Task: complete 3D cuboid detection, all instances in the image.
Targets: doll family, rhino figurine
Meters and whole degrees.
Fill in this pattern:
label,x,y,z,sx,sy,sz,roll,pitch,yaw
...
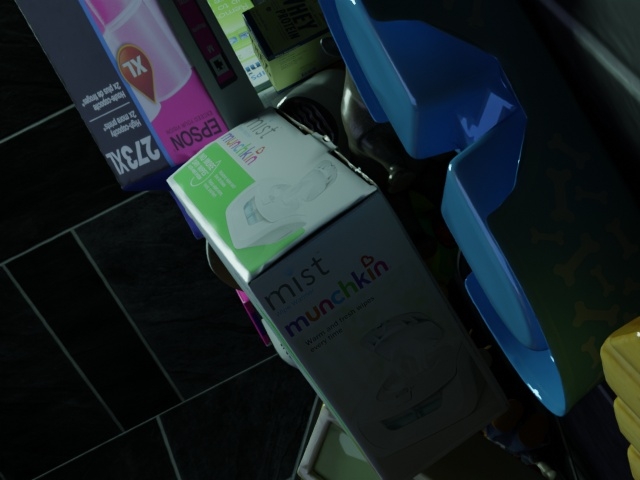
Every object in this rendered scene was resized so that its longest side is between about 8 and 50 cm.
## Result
label,x,y,z,sx,sy,sz,roll,pitch,yaw
doll family,0.166,0.173,1.246,0.263,0.118,0.163,44,168,9
rhino figurine,0.054,-0.090,0.945,0.106,0.073,0.243,58,173,33

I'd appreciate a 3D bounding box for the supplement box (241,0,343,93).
label,x,y,z,sx,sy,sz,roll,pitch,yaw
supplement box,-0.023,-0.199,1.207,0.056,0.083,0.083,61,176,18

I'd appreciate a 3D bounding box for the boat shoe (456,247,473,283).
label,x,y,z,sx,sy,sz,roll,pitch,yaw
boat shoe,0.123,0.014,0.872,0.133,0.049,0.042,73,178,-52

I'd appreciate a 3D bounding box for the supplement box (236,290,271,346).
label,x,y,z,sx,sy,sz,roll,pitch,yaw
supplement box,-0.007,0.021,1.585,0.114,0.220,0.111,61,177,38

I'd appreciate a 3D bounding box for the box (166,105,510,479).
label,x,y,z,sx,sy,sz,roll,pitch,yaw
box,0.009,0.036,1.031,0.231,0.127,0.262,56,175,-28

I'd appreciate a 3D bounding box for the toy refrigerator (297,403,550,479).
label,x,y,z,sx,sy,sz,roll,pitch,yaw
toy refrigerator,0.117,0.237,1.127,0.269,0.094,0.102,33,130,16

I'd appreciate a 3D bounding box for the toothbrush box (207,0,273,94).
label,x,y,z,sx,sy,sz,roll,pitch,yaw
toothbrush box,-0.166,-0.268,1.978,0.283,0.206,0.122,62,177,41

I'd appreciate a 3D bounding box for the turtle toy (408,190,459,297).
label,x,y,z,sx,sy,sz,roll,pitch,yaw
turtle toy,0.089,-0.009,1.096,0.095,0.066,0.130,49,166,48

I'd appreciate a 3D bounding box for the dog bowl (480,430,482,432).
label,x,y,z,sx,sy,sz,roll,pitch,yaw
dog bowl,0.127,0.163,1.678,0.265,0.104,0.265,62,178,4

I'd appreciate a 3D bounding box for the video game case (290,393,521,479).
label,x,y,z,sx,sy,sz,roll,pitch,yaw
video game case,0.099,0.253,1.347,0.275,0.248,0.035,-67,-7,-74

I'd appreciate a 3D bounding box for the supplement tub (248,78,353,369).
label,x,y,z,sx,sy,sz,roll,pitch,yaw
supplement tub,0.000,0.000,1.409,0.338,0.207,0.207,63,177,5

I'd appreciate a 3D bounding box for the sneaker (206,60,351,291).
label,x,y,z,sx,sy,sz,roll,pitch,yaw
sneaker,-0.021,-0.059,1.251,0.106,0.123,0.290,36,133,3

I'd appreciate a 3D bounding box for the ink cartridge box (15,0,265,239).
label,x,y,z,sx,sy,sz,roll,pitch,yaw
ink cartridge box,-0.166,-0.167,1.161,0.175,0.069,0.371,-18,108,43

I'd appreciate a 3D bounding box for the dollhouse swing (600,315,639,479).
label,x,y,z,sx,sy,sz,roll,pitch,yaw
dollhouse swing,0.148,0.254,0.440,0.305,0.315,0.347,32,156,43

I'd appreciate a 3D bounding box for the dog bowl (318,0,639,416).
label,x,y,z,sx,sy,sz,roll,pitch,yaw
dog bowl,0.085,-0.056,0.658,0.297,0.074,0.166,62,177,12
